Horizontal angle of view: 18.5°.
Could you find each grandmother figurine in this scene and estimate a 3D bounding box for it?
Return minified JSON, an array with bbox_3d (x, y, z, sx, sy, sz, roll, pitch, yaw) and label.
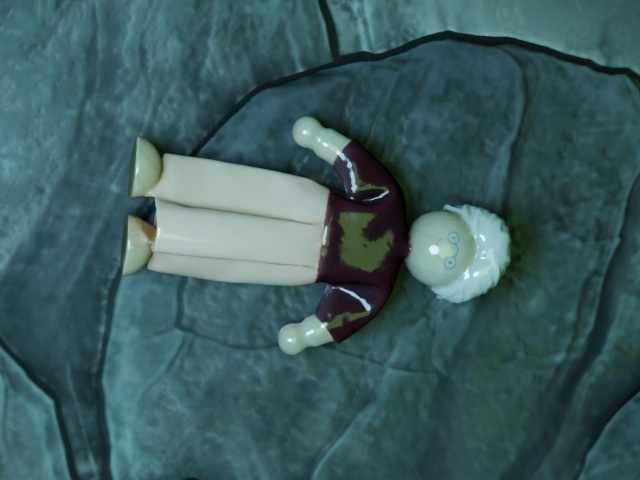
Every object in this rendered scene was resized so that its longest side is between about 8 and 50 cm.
[{"bbox_3d":[0.000,0.000,1.727,0.342,0.104,0.208,5,105,-9],"label":"grandmother figurine"}]
